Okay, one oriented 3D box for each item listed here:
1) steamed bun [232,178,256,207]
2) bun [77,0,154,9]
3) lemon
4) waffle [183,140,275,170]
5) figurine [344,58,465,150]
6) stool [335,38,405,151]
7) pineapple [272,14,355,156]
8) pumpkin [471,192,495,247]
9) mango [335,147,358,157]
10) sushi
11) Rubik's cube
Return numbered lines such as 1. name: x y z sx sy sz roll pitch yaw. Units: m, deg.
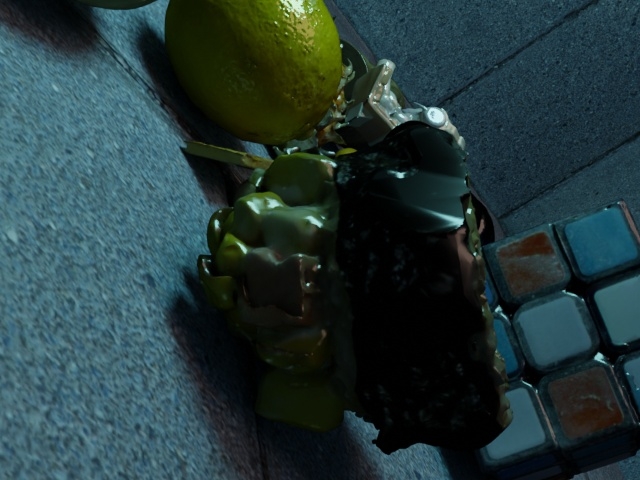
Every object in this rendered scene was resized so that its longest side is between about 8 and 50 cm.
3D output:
1. steamed bun: -0.018 -0.018 1.236 0.212 0.110 0.231 33 26 -56
2. bun: -0.281 -0.430 1.015 0.364 0.202 0.364 8 81 -63
3. lemon: -0.090 -0.262 1.264 0.263 0.236 0.236 33 22 -17
4. waffle: -0.109 -0.107 1.190 0.135 0.092 0.021 5 98 -72
5. figurine: 0.158 -0.199 1.636 0.236 0.162 0.141 35 64 -13
6. stool: 0.050 -0.280 1.828 0.179 0.179 0.264 61 16 14
7. pineapple: -0.035 -0.313 1.566 0.344 0.209 0.286 58 15 -2
8. pumpkin: 0.172 0.011 1.614 0.248 0.248 0.248 51 16 -21
9. mango: 0.042 -0.077 1.492 0.115 0.090 0.178 110 -10 -61
10. sushi: 0.041 0.067 0.984 0.328 0.285 0.329 -90 167 -54
11. Rubik's cube: 0.388 0.184 1.486 0.362 0.358 0.363 39 29 -65
